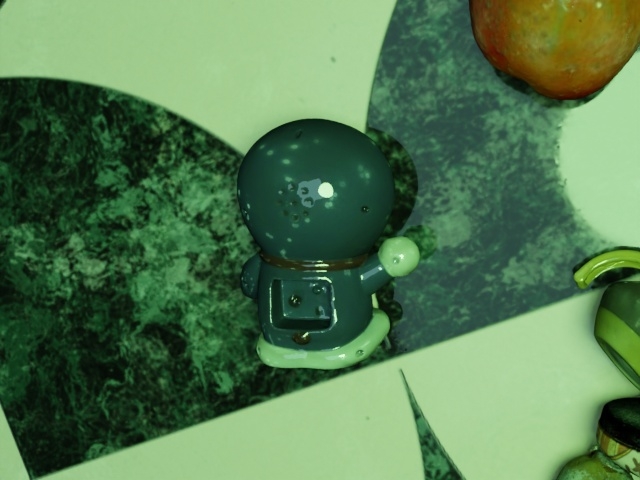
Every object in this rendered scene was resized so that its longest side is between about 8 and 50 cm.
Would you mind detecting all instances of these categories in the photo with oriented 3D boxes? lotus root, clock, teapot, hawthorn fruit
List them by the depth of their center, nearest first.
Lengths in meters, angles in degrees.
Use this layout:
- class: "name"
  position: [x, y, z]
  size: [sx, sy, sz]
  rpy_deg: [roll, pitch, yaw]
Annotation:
- class: "hawthorn fruit"
  position: [0.214, -0.212, 0.716]
  size: [0.173, 0.173, 0.173]
  rpy_deg: [2, 96, 16]
- class: "teapot"
  position: [0.314, 0.068, 0.747]
  size: [0.119, 0.130, 0.166]
  rpy_deg: [-40, 52, 2]
- class: "lotus root"
  position: [0.262, 0.282, 0.793]
  size: [0.088, 0.088, 0.165]
  rpy_deg: [8, 100, 15]
- class: "clock"
  position: [0.000, 0.000, 0.812]
  size: [0.199, 0.146, 0.243]
  rpy_deg: [3, 104, 20]

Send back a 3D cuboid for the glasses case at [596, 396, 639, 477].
- class: "glasses case"
  position: [0.413, 0.207, 0.722]
  size: [0.321, 0.122, 0.082]
  rpy_deg: [13, 99, 14]
